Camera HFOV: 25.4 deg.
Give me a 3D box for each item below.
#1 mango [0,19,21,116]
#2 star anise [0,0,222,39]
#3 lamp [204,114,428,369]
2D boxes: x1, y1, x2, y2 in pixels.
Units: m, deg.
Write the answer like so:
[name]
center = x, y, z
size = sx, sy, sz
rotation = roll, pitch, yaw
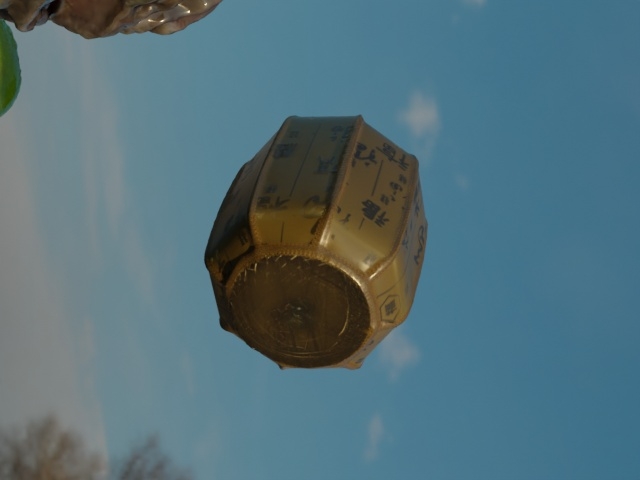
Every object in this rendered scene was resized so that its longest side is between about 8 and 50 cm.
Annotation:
[mango]
center = -0.249, -0.128, 0.835
size = 0.091, 0.165, 0.074
rotation = -46, -146, 7
[star anise]
center = -0.145, -0.141, 0.629
size = 0.231, 0.209, 0.089
rotation = 25, -84, 42
[lamp]
center = 0.000, 0.000, 1.070
size = 0.185, 0.161, 0.161
rotation = -77, 177, -53
